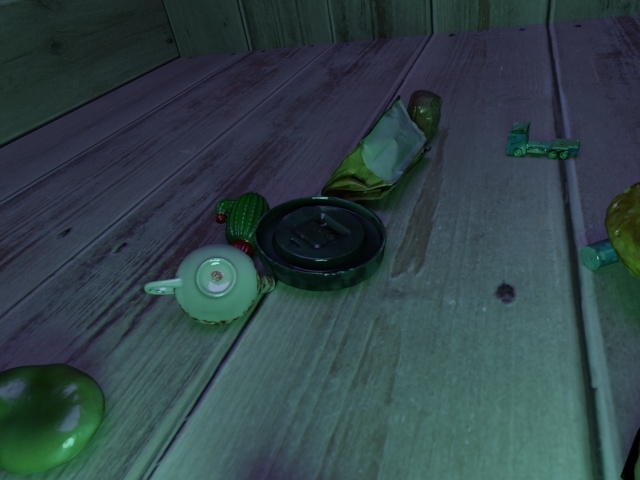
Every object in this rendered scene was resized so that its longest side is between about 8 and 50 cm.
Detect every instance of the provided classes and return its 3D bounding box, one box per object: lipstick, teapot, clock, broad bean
[{"bbox_3d":[0.564,0.009,0.864,0.158,0.048,0.048,-17,34,-8],"label":"lipstick"},{"bbox_3d":[-0.212,0.082,0.899,0.246,0.159,0.116,3,-6,-5],"label":"teapot"},{"bbox_3d":[0.000,0.000,0.997,0.281,0.055,0.280,0,38,0],"label":"clock"},{"bbox_3d":[-0.445,0.271,0.739,0.228,0.100,0.169,26,56,26],"label":"broad bean"}]

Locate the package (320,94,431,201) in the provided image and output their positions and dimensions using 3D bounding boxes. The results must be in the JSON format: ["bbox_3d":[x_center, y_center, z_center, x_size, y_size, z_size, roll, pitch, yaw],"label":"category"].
[{"bbox_3d":[0.166,-0.210,1.243,0.165,0.221,0.311,39,44,0],"label":"package"}]

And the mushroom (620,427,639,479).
[{"bbox_3d":[0.456,0.251,0.471,0.344,0.129,0.248,-31,34,-26],"label":"mushroom"}]

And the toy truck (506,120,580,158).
[{"bbox_3d":[0.586,-0.265,1.230,0.175,0.081,0.067,11,42,30],"label":"toy truck"}]

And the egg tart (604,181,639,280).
[{"bbox_3d":[0.652,0.021,0.718,0.389,0.168,0.387,-8,40,7],"label":"egg tart"}]

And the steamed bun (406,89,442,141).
[{"bbox_3d":[0.313,-0.381,1.424,0.107,0.144,0.175,14,36,9],"label":"steamed bun"}]

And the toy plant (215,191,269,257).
[{"bbox_3d":[-0.160,-0.028,1.098,0.155,0.088,0.240,-5,43,-27],"label":"toy plant"}]
